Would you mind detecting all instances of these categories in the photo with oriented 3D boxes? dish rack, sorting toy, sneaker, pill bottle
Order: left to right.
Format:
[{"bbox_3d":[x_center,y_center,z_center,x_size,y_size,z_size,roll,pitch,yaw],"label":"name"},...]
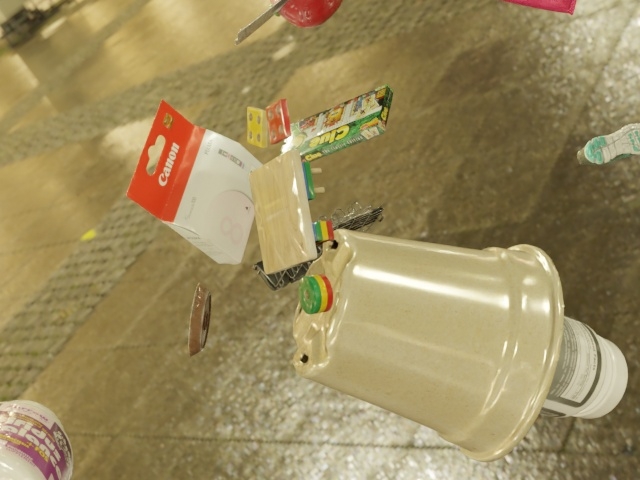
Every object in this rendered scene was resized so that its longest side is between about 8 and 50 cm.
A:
[{"bbox_3d":[-0.403,0.299,1.248,0.169,0.169,0.301,-35,9,-2],"label":"pill bottle"},{"bbox_3d":[-0.035,-0.043,1.221,0.046,0.274,0.132,-7,-6,-28],"label":"sorting toy"},{"bbox_3d":[0.000,0.000,1.887,0.208,0.074,0.271,-25,-13,-25],"label":"dish rack"},{"bbox_3d":[0.336,0.184,1.534,0.161,0.283,0.161,-26,55,43],"label":"pill bottle"},{"bbox_3d":[0.567,-0.181,1.910,0.167,0.065,0.076,-12,-6,-17],"label":"sneaker"}]

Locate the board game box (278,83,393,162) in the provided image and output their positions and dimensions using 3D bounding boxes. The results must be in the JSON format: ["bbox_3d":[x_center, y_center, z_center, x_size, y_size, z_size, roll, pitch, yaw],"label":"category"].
[{"bbox_3d":[0.028,-0.232,2.064,0.260,0.030,0.136,-19,41,31],"label":"board game box"}]

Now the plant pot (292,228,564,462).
[{"bbox_3d":[0.134,0.129,1.455,0.334,0.306,0.333,-164,90,-75],"label":"plant pot"}]

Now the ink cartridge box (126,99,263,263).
[{"bbox_3d":[-0.192,-0.094,1.619,0.066,0.232,0.189,-2,61,33],"label":"ink cartridge box"}]

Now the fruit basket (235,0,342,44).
[{"bbox_3d":[0.015,-0.390,1.324,0.353,0.165,0.327,-34,10,1],"label":"fruit basket"}]

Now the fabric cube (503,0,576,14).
[{"bbox_3d":[0.347,-0.568,1.755,0.258,0.259,0.254,13,24,7],"label":"fabric cube"}]

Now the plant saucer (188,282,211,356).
[{"bbox_3d":[-0.270,0.180,2.238,0.029,0.168,0.168,6,33,2],"label":"plant saucer"}]
